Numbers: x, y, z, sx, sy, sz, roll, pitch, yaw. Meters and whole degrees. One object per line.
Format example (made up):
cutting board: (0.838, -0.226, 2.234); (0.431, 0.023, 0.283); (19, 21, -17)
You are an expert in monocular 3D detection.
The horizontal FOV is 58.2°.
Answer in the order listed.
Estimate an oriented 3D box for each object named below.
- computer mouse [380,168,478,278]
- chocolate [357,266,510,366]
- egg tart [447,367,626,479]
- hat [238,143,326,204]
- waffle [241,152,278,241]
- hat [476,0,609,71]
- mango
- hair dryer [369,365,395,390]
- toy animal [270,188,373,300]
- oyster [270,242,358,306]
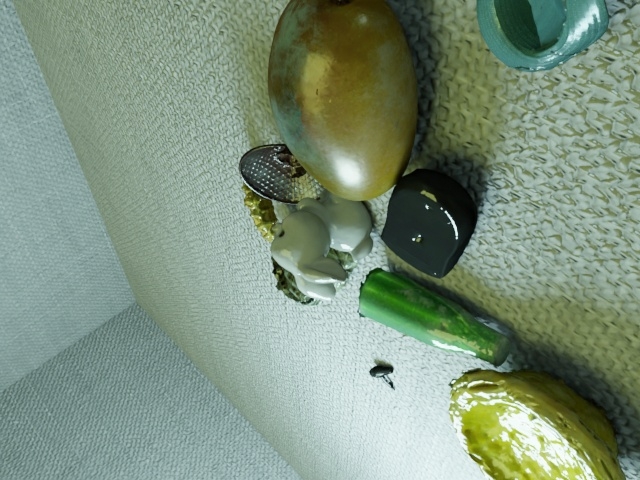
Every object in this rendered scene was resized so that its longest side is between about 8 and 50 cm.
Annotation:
computer mouse: (0.174, -0.037, 0.900); (0.137, 0.086, 0.270); (35, 161, 15)
chocolate: (0.205, 0.144, 1.054); (0.291, 0.110, 0.110); (23, 140, 41)
egg tart: (0.368, 0.333, 0.972); (0.345, 0.132, 0.345); (37, 147, 29)
hat: (-0.062, -0.157, 1.150); (0.192, 0.082, 0.193); (6, 150, 3)
waffle: (-0.132, -0.103, 1.276); (0.161, 0.046, 0.192); (58, -159, -58)
hat: (0.237, -0.250, 0.583); (0.138, 0.077, 0.191); (67, 169, -7)
mango: (0.036, -0.190, 0.839); (0.221, 0.199, 0.384); (31, 158, 24)
hair dryer: (0.167, 0.340, 1.417); (0.083, 0.031, 0.079); (47, 146, -17)
toy animal: (0.008, 0.000, 1.102); (0.178, 0.193, 0.127); (44, 153, 1)
oyster: (-0.021, 0.057, 1.309); (0.267, 0.112, 0.199); (37, 128, 44)
